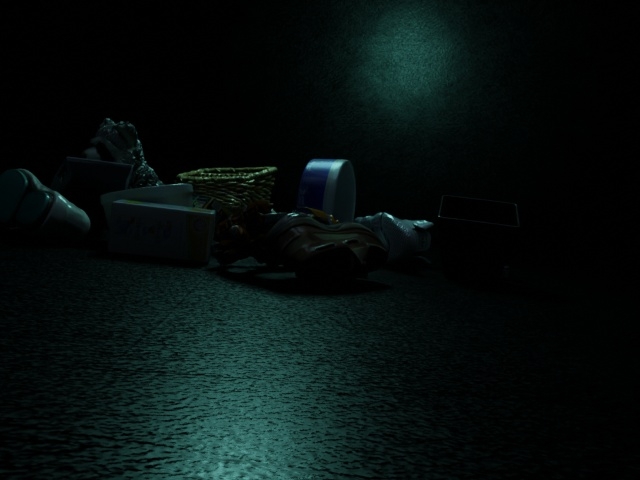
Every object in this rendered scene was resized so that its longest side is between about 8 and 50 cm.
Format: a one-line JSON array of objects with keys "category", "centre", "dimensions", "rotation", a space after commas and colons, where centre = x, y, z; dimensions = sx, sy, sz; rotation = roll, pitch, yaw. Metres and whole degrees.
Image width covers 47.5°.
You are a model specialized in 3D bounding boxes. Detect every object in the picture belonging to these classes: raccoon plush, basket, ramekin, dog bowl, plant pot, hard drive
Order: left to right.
[{"category": "hard drive", "centre": [-0.558, -0.102, 1.741], "dimensions": [0.172, 0.054, 0.254], "rotation": [5, -32, -31]}, {"category": "raccoon plush", "centre": [-0.508, -0.188, 2.134], "dimensions": [0.216, 0.299, 0.446], "rotation": [9, 4, 28]}, {"category": "ramekin", "centre": [-0.386, -0.061, 1.644], "dimensions": [0.207, 0.109, 0.207], "rotation": [-7, 2, 0]}, {"category": "basket", "centre": [-0.327, -0.179, 2.387], "dimensions": [0.299, 0.223, 0.213], "rotation": [3, -18, 28]}, {"category": "dog bowl", "centre": [0.020, -0.100, 2.067], "dimensions": [0.104, 0.265, 0.265], "rotation": [6, 4, 15]}, {"category": "plant pot", "centre": [0.380, 0.002, 1.790], "dimensions": [0.187, 0.167, 0.188], "rotation": [7, 20, 10]}]

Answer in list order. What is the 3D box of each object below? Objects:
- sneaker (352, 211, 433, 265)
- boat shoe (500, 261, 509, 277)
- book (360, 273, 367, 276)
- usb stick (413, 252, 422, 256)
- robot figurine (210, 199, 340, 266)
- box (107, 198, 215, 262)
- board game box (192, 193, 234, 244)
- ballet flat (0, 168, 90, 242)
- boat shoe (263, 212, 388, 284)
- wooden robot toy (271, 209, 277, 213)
[{"category": "sneaker", "centre": [0.227, -0.003, 1.959], "dimensions": [0.210, 0.137, 0.366], "rotation": [3, 2, -17]}, {"category": "boat shoe", "centre": [0.459, 0.036, 2.064], "dimensions": [0.113, 0.105, 0.306], "rotation": [7, 4, 0]}, {"category": "book", "centre": [0.040, 0.053, 1.619], "dimensions": [0.096, 0.035, 0.144], "rotation": [9, 4, -15]}, {"category": "usb stick", "centre": [0.192, 0.009, 2.312], "dimensions": [0.278, 0.045, 0.077], "rotation": [8, 17, -10]}, {"category": "robot figurine", "centre": [-0.089, -0.011, 1.475], "dimensions": [0.211, 0.085, 0.291], "rotation": [-29, -21, 27]}, {"category": "box", "centre": [-0.321, -0.021, 1.498], "dimensions": [0.203, 0.103, 0.114], "rotation": [7, 5, -6]}, {"category": "board game box", "centre": [-0.247, -0.041, 1.756], "dimensions": [0.141, 0.048, 0.170], "rotation": [10, -28, 51]}, {"category": "ballet flat", "centre": [-0.615, -0.063, 1.598], "dimensions": [0.139, 0.139, 0.400], "rotation": [4, 9, -38]}, {"category": "boat shoe", "centre": [0.029, 0.036, 1.407], "dimensions": [0.324, 0.123, 0.116], "rotation": [6, 37, -48]}, {"category": "wooden robot toy", "centre": [-0.184, -0.030, 2.248], "dimensions": [0.079, 0.076, 0.173], "rotation": [-41, 5, -31]}]
